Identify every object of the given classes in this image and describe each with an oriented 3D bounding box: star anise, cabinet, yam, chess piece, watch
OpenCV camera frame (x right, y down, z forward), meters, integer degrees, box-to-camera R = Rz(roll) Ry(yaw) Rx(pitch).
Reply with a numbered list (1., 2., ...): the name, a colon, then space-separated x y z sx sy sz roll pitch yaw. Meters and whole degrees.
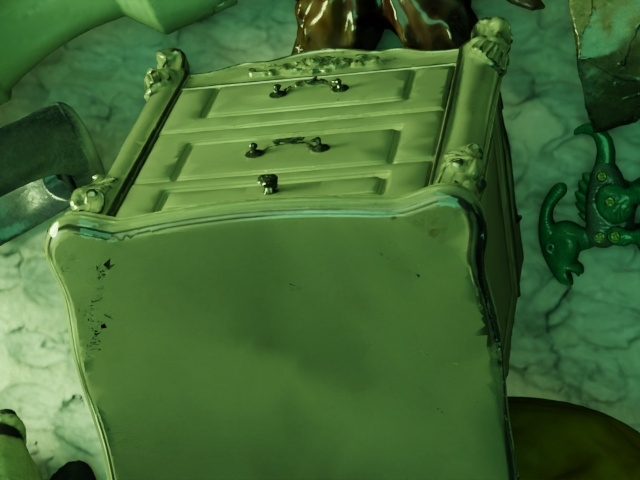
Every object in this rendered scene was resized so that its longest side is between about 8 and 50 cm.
1. star anise: 0.049 -0.259 1.398 0.292 0.109 0.350 20 97 -1
2. cabinet: 0.000 0.000 1.280 0.289 0.318 0.228 -4 119 13
3. yam: 0.301 -0.195 1.344 0.254 0.154 0.154 -22 89 13
4. chess piece: -0.225 -0.191 1.418 0.299 0.194 0.195 -21 90 1
5. watch: -0.268 -0.035 1.411 0.193 0.206 0.068 -30 85 -6

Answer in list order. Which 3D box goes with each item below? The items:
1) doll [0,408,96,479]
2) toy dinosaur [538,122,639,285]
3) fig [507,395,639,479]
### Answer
1. doll: -0.258 0.260 1.462 0.135 0.143 0.234 -7 92 16
2. toy dinosaur: 0.221 -0.028 1.411 0.096 0.059 0.132 0 101 16
3. fig: 0.122 0.273 1.321 0.343 0.343 0.343 1 93 9
